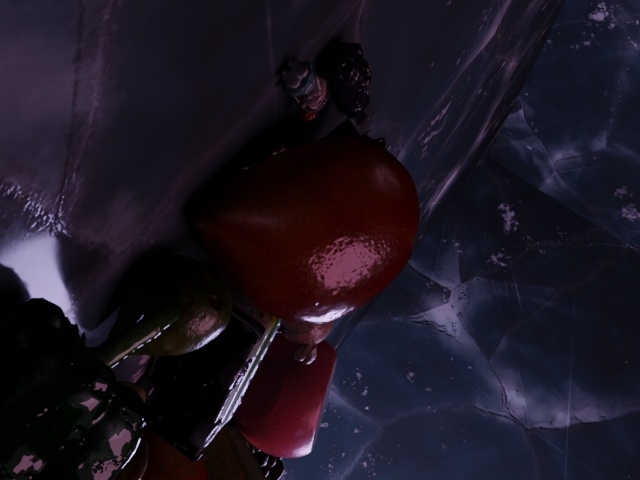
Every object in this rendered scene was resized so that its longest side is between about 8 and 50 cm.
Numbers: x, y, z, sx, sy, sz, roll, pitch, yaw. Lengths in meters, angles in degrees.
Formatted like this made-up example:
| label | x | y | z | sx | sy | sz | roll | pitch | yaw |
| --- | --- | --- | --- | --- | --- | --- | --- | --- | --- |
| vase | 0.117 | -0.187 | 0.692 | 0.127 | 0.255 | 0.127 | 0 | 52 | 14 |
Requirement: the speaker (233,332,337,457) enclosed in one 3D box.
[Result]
| label | x | y | z | sx | sy | sz | roll | pitch | yaw |
| --- | --- | --- | --- | --- | --- | --- | --- | --- | --- |
| speaker | -0.070 | 0.354 | 1.577 | 0.294 | 0.294 | 0.294 | -50 | 167 | -17 |

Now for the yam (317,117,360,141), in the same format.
| label | x | y | z | sx | sy | sz | roll | pitch | yaw |
| --- | --- | --- | --- | --- | --- | --- | --- | --- | --- |
| yam | 0.007 | -0.129 | 1.031 | 0.132 | 0.054 | 0.054 | -37 | 168 | 5 |

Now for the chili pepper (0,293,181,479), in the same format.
| label | x | y | z | sx | sy | sz | roll | pitch | yaw |
| --- | --- | --- | --- | --- | --- | --- | --- | --- | --- |
| chili pepper | -0.243 | 0.133 | 0.638 | 0.261 | 0.173 | 0.165 | -49 | 129 | -17 |

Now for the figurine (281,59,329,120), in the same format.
| label | x | y | z | sx | sy | sz | roll | pitch | yaw |
| --- | --- | --- | --- | --- | --- | --- | --- | --- | --- |
| figurine | -0.021 | -0.192 | 0.857 | 0.106 | 0.047 | 0.060 | 21 | 88 | -73 |

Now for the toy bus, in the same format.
| label | x | y | z | sx | sy | sz | roll | pitch | yaw |
| --- | --- | --- | --- | --- | --- | --- | --- | --- | --- |
| toy bus | -0.166 | 0.181 | 1.079 | 0.179 | 0.143 | 0.306 | -39 | 159 | -57 |

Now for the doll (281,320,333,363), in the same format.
| label | x | y | z | sx | sy | sz | roll | pitch | yaw |
| --- | --- | --- | --- | --- | --- | --- | --- | --- | --- |
| doll | -0.056 | 0.069 | 1.255 | 0.201 | 0.156 | 0.303 | -100 | -175 | -51 |

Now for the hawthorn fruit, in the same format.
| label | x | y | z | sx | sy | sz | roll | pitch | yaw |
| --- | --- | --- | --- | --- | --- | --- | --- | --- | --- |
| hawthorn fruit | -0.274 | 0.430 | 1.196 | 0.179 | 0.200 | 0.179 | -50 | 161 | -25 |

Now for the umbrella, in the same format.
| label | x | y | z | sx | sy | sz | roll | pitch | yaw |
| --- | --- | --- | --- | --- | --- | --- | --- | --- | --- |
| umbrella | 0.048 | -0.215 | 1.000 | 0.071 | 0.071 | 0.248 | -53 | 166 | -5 |

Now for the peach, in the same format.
| label | x | y | z | sx | sy | sz | roll | pitch | yaw |
| --- | --- | --- | --- | --- | --- | --- | --- | --- | --- |
| peach | 0.000 | 0.000 | 0.931 | 0.361 | 0.201 | 0.258 | -12 | 151 | -50 |

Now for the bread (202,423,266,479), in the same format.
| label | x | y | z | sx | sy | sz | roll | pitch | yaw |
| --- | --- | --- | --- | --- | --- | --- | --- | --- | --- |
| bread | -0.218 | 0.530 | 1.331 | 0.237 | 0.165 | 0.375 | -54 | -153 | -2 |

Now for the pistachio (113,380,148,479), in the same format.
| label | x | y | z | sx | sy | sz | roll | pitch | yaw |
| --- | --- | --- | --- | --- | --- | --- | --- | --- | --- |
| pistachio | -0.317 | 0.279 | 0.768 | 0.188 | 0.187 | 0.299 | -61 | 170 | 28 |

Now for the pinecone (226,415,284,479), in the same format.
| label | x | y | z | sx | sy | sz | roll | pitch | yaw |
| --- | --- | --- | --- | --- | --- | --- | --- | --- | --- |
| pinecone | -0.216 | 0.547 | 1.693 | 0.244 | 0.244 | 0.309 | -50 | 151 | -19 |

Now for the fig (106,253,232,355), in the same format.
| label | x | y | z | sx | sy | sz | roll | pitch | yaw |
| --- | --- | --- | --- | --- | --- | --- | --- | --- | --- |
| fig | -0.193 | 0.096 | 0.834 | 0.156 | 0.123 | 0.123 | -44 | 169 | 9 |
